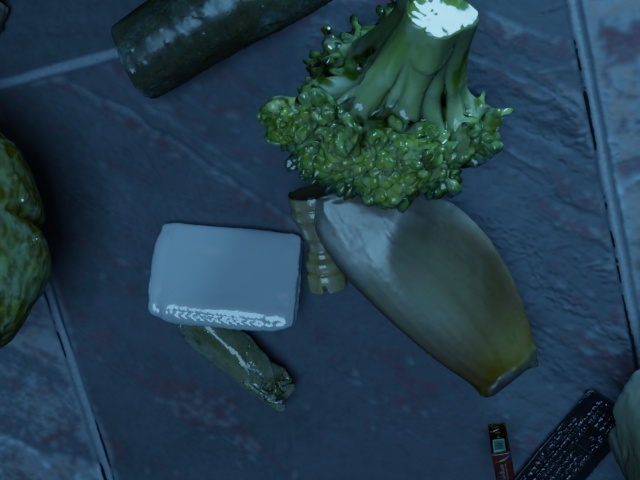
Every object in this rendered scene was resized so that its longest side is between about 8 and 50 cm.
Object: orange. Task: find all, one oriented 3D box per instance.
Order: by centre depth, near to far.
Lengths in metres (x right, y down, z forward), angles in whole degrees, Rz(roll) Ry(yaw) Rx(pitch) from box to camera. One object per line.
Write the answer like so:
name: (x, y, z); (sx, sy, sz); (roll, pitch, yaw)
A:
orange: (-0.449, -0.051, 1.019); (0.369, 0.210, 0.271); (47, 134, -9)

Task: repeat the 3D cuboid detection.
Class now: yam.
yam: (-0.109, -0.252, 0.979); (0.259, 0.106, 0.106); (-27, 98, 14)

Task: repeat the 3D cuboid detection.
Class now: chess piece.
chess piece: (0.000, 0.000, 1.046); (0.066, 0.066, 0.122); (-3, 107, 9)

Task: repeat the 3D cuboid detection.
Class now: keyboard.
keyboard: (0.300, 0.274, 1.093); (0.074, 0.015, 0.196); (34, 106, -1)

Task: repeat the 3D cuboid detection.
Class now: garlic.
garlic: (0.128, 0.043, 1.012); (0.318, 0.112, 0.143); (44, 81, -5)

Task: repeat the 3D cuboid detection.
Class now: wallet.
wallet: (-0.114, 0.044, 1.074); (0.183, 0.032, 0.124); (4, 80, 8)

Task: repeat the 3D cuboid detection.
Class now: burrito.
burrito: (-0.108, 0.138, 1.105); (0.188, 0.045, 0.058); (40, 90, 1)

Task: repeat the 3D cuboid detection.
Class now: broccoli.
broccoli: (0.069, -0.164, 0.890); (0.263, 0.243, 0.247); (3, 64, -14)

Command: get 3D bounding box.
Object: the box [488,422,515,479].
box: (0.218, 0.260, 1.067); (0.023, 0.082, 0.051); (-9, 102, 9)

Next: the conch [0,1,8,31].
conch: (-0.480, -0.273, 1.031); (0.245, 0.163, 0.178); (-10, 136, -6)

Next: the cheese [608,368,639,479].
cheese: (0.494, 0.243, 0.951); (0.332, 0.153, 0.292); (29, 117, -15)
